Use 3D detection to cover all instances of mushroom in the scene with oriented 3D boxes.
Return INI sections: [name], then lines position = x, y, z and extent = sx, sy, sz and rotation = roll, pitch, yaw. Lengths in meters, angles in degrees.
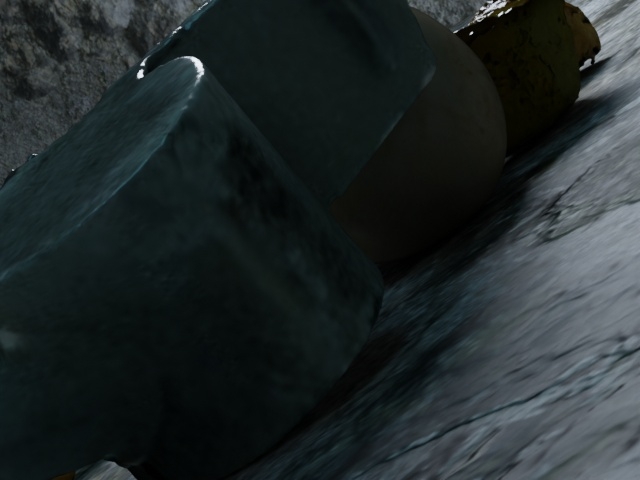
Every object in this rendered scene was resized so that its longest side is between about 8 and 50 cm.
[mushroom]
position = 0.027, -0.061, 1.317
extent = 0.204, 0.204, 0.204
rotation = -33, 6, 4

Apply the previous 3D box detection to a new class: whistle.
[whistle]
position = -0.067, -0.022, 1.096
extent = 0.188, 0.168, 0.404
rotation = -27, 24, 33

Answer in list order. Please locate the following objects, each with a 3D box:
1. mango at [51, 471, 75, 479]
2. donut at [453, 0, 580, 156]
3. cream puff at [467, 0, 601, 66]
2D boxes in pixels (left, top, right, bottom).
[mango]
position = -0.230, 0.159, 1.163
extent = 0.157, 0.109, 0.262
rotation = -39, 6, -11
[donut]
position = 0.092, -0.107, 1.502
extent = 0.272, 0.107, 0.272
rotation = -24, 5, 2
[cream puff]
position = 0.178, -0.170, 1.658
extent = 0.119, 0.104, 0.133
rotation = -44, 9, -23
